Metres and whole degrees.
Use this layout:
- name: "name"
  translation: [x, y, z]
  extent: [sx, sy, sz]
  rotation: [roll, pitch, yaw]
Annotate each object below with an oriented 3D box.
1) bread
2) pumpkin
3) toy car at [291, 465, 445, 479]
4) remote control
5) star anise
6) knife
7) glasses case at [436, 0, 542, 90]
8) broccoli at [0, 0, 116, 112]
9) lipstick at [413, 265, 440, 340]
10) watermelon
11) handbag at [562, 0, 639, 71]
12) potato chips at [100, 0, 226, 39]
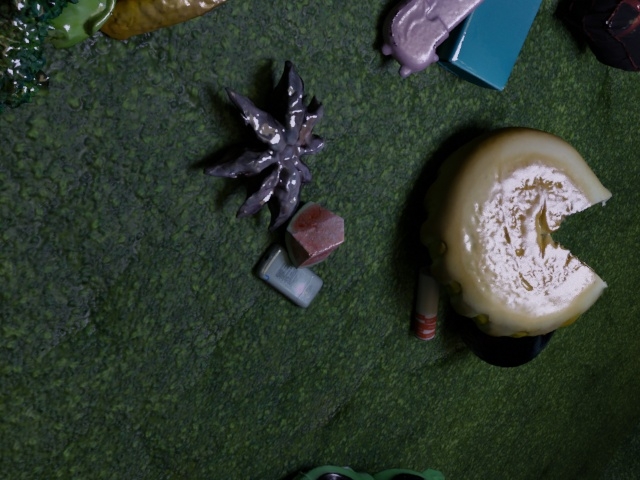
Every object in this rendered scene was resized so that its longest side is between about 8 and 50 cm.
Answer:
- name: "bread"
  translation: [0.300, -0.013, 1.102]
  extent: [0.333, 0.160, 0.333]
  rotation: [0, 91, -11]
- name: "pumpkin"
  translation: [0.358, 0.120, 1.280]
  extent: [0.233, 0.163, 0.233]
  rotation: [-26, 131, -35]
- name: "toy car"
  translation: [0.078, 0.485, 1.186]
  extent: [0.358, 0.176, 0.213]
  rotation: [13, 103, -23]
- name: "remote control"
  translation: [-0.040, 0.051, 0.947]
  extent: [0.053, 0.018, 0.124]
  rotation: [-57, 139, -7]
- name: "star anise"
  translation: [-0.055, -0.107, 0.813]
  extent: [0.180, 0.061, 0.205]
  rotation: [10, 104, -47]
- name: "knife"
  translation: [0.229, -0.377, 0.909]
  extent: [0.398, 0.038, 0.132]
  rotation: [-43, 105, -3]
- name: "glasses case"
  translation: [0.265, -0.378, 0.985]
  extent: [0.117, 0.070, 0.301]
  rotation: [19, 99, -33]
- name: "broccoli"
  translation: [-0.224, -0.209, 0.439]
  extent: [0.298, 0.297, 0.297]
  rotation: [-64, 163, 3]
- name: "lipstick"
  translation: [0.184, 0.109, 1.190]
  extent: [0.038, 0.038, 0.131]
  rotation: [-21, 125, -37]
- name: "watermelon"
  translation: [-0.005, 0.002, 0.917]
  extent: [0.084, 0.072, 0.092]
  rotation: [-39, 134, -15]
- name: "handbag"
  translation: [0.514, -0.414, 1.149]
  extent: [0.169, 0.155, 0.215]
  rotation: [18, 100, -41]
- name: "potato chips"
  translation: [-0.050, -0.319, 0.694]
  extent: [0.407, 0.080, 0.057]
  rotation: [-45, 147, -17]
